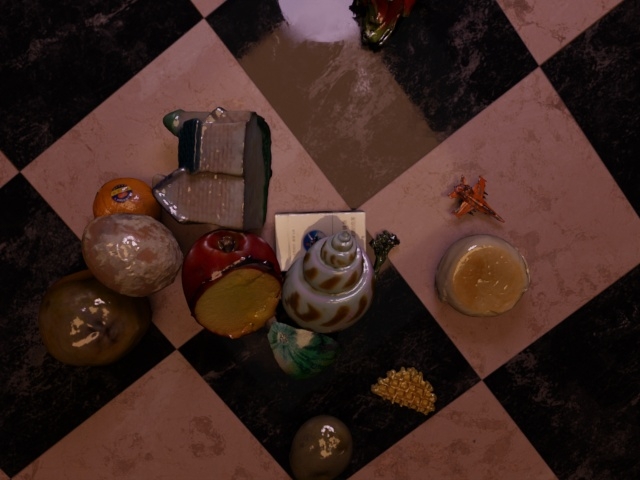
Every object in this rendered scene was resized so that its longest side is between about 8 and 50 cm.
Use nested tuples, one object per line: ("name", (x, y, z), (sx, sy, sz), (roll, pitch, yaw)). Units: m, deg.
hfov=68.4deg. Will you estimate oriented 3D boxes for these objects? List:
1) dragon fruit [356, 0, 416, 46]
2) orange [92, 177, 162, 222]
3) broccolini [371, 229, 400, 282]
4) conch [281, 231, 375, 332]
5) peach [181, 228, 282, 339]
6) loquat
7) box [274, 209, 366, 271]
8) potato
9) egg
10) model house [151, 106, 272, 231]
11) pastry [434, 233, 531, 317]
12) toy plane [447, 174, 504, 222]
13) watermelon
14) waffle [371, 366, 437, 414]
("dragon fruit", (0.160, -0.660, 1.203), (0.200, 0.198, 0.269), (33, 110, -18))
("orange", (-0.515, -0.083, 1.264), (0.177, 0.155, 0.178), (-3, 107, -10))
("broccolini", (0.162, 0.094, 1.375), (0.071, 0.057, 0.255), (21, 96, 38))
("conch", (0.020, 0.110, 1.229), (0.249, 0.197, 0.368), (5, 116, -2))
("peach", (-0.239, 0.107, 1.278), (0.257, 0.201, 0.362), (-15, 140, -11))
("loquat", (-0.585, 0.207, 1.242), (0.275, 0.284, 0.276), (-5, 101, -26))
("box", (0.000, 0.000, 1.345), (0.256, 0.069, 0.164), (-2, 99, -3))
("potato", (0.000, 0.625, 1.402), (0.178, 0.160, 0.235), (41, 106, 13))
("egg", (-0.454, 0.033, 1.140), (0.203, 0.203, 0.245), (-50, 132, 5))
("model house", (-0.288, -0.185, 1.229), (0.284, 0.243, 0.299), (5, 95, 5))
("pastry", (0.458, 0.103, 1.347), (0.264, 0.133, 0.265), (0, 100, -2))
("toy plane", (0.454, -0.106, 1.359), (0.188, 0.062, 0.135), (32, 96, -21))
("watermelon", (-0.032, 0.307, 1.326), (0.146, 0.128, 0.231), (-19, 141, 26))
("waffle", (0.262, 0.472, 1.440), (0.160, 0.046, 0.192), (-34, 99, 1))
